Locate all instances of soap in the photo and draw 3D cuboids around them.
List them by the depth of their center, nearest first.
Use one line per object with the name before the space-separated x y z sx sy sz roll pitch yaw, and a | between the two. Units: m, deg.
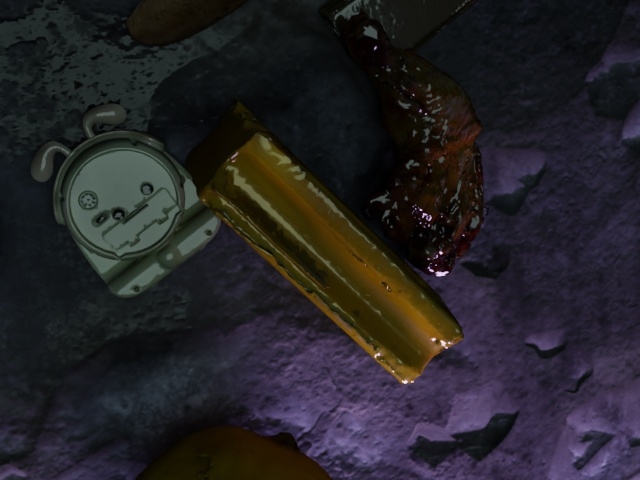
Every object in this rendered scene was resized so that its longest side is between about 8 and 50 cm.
soap | 0.000 0.000 0.988 0.096 0.204 0.324 -46 109 4

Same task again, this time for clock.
clock | -0.216 -0.046 0.994 0.151 0.062 0.191 -38 109 -2

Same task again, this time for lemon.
lemon | -0.105 0.362 1.015 0.296 0.297 0.297 -4 105 -13

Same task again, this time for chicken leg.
chicken leg | 0.104 -0.105 1.032 0.177 0.083 0.323 -21 112 -38

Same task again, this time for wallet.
wallet | 0.105 -0.280 1.033 0.198 0.031 0.110 -40 111 -1

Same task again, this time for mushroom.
mushroom | -0.107 -0.273 0.952 0.210 0.094 0.072 -44 107 -5
